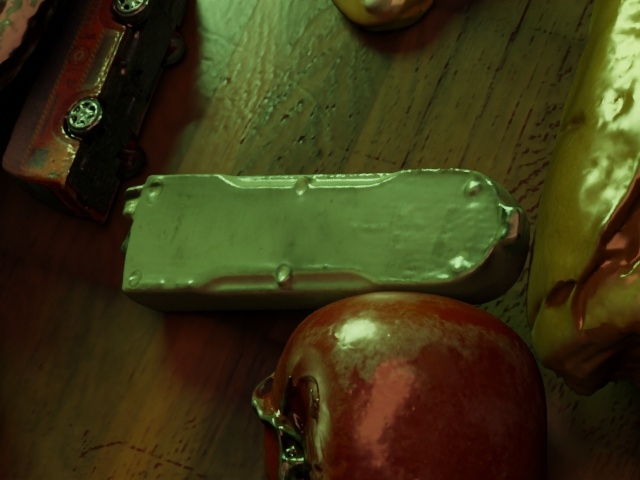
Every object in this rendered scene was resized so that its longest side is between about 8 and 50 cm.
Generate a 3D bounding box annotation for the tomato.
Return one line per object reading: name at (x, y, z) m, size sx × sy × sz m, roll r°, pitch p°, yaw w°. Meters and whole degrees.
tomato at (0.046, 0.114, 0.968) m, size 0.151 × 0.187 × 0.187 m, roll -1°, pitch 59°, yaw -24°

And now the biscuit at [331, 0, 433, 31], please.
biscuit at (0.148, -0.277, 1.184) m, size 0.339 × 0.047 × 0.216 m, roll -18°, pitch 63°, yaw 6°

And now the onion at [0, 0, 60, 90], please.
onion at (-0.277, -0.199, 1.199) m, size 0.280 × 0.146 × 0.314 m, roll -40°, pitch 69°, yaw -11°

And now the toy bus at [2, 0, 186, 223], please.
toy bus at (-0.145, -0.108, 1.169) m, size 0.077 × 0.065 × 0.192 m, roll 7°, pitch 66°, yaw 29°

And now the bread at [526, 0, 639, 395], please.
bread at (0.209, -0.067, 0.989) m, size 0.148 × 0.195 × 0.344 m, roll 14°, pitch 67°, yaw 15°

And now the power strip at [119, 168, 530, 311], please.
power strip at (-0.001, -0.001, 1.043) m, size 0.285 × 0.048 × 0.080 m, roll -2°, pitch 69°, yaw 35°
